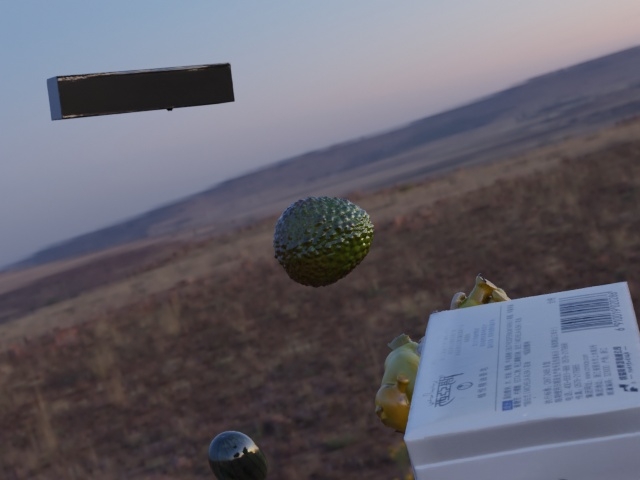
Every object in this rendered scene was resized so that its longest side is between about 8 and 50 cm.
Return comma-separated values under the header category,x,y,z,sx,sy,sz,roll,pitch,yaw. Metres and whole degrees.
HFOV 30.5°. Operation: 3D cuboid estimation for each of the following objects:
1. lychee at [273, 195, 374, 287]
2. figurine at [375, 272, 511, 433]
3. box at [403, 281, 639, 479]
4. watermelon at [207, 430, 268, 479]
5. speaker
category,x,y,z,sx,sy,sz,roll,pitch,yaw
lychee,0.000,0.000,1.425,0.146,0.114,0.114,-16,3,38
figurine,0.167,0.164,1.594,0.246,0.156,0.131,-51,-41,9
box,0.195,0.149,1.057,0.203,0.116,0.274,-11,16,12
watermelon,-0.122,0.333,1.754,0.078,0.111,0.078,-31,27,17
speaker,-0.184,-0.154,1.218,0.191,0.046,0.040,-10,6,-29
